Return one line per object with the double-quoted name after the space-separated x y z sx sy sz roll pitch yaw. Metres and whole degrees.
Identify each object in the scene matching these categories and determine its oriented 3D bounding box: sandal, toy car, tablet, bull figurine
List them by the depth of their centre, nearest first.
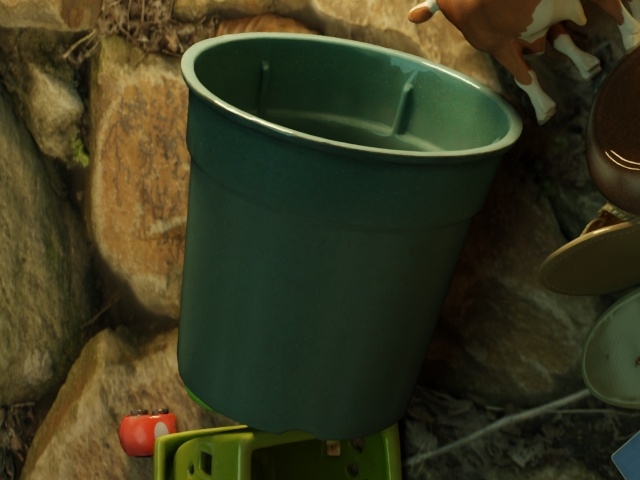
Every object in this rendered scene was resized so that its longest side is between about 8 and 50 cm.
0.358 0.084 1.489 0.303 0.086 0.120 -15 80 42 "sandal"
0.313 -0.025 1.555 0.240 0.088 0.079 -27 41 33 "sandal"
0.202 -0.226 1.573 0.188 0.101 0.310 48 159 0 "bull figurine"
0.319 0.226 1.584 0.054 0.006 0.083 -49 60 32 "tablet"
-0.156 0.213 1.997 0.239 0.053 0.225 35 114 37 "toy car"

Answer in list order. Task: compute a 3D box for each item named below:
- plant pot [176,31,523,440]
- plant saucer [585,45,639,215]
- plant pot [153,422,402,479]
0.000 0.000 1.680 0.341 0.341 0.334 31 119 38 "plant pot"
0.318 -0.119 1.508 0.198 0.036 0.198 -22 54 34 "plant saucer"
-0.058 0.304 1.798 0.207 0.228 0.227 -2 89 51 "plant pot"
